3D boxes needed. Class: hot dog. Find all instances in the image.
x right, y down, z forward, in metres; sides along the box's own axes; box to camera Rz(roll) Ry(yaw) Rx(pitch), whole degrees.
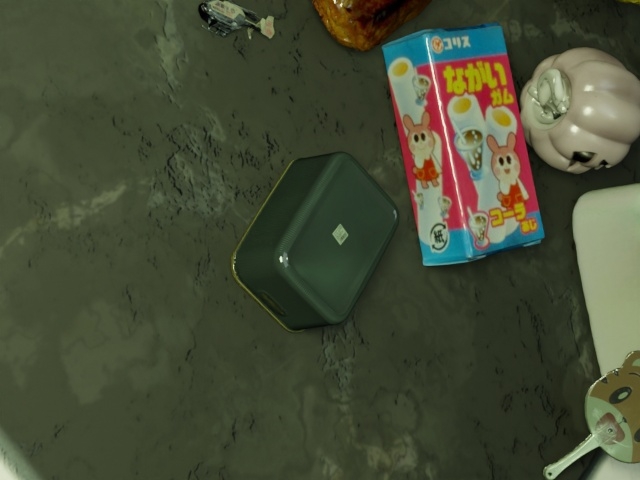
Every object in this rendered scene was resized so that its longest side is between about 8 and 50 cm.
[{"bbox_3d":[0.069,-0.338,1.806,0.227,0.099,0.160,-39,108,-36],"label":"hot dog"}]

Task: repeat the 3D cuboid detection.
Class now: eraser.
[{"bbox_3d":[0.503,0.045,2.092,0.331,0.150,0.331,4,84,-41],"label":"eraser"}]

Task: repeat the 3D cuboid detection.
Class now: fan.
[{"bbox_3d":[0.406,0.266,1.980,0.227,0.008,0.152,-35,100,0],"label":"fan"}]

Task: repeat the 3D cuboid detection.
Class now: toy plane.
[{"bbox_3d":[-0.104,-0.269,1.696,0.121,0.031,0.049,21,62,-33],"label":"toy plane"}]

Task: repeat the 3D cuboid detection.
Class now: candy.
[{"bbox_3d":[0.190,-0.130,1.882,0.157,0.100,0.306,-13,93,-40],"label":"candy"}]

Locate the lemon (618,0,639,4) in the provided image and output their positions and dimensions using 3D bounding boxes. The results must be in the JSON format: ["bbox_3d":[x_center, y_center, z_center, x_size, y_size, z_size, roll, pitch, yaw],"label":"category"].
[{"bbox_3d":[0.479,-0.509,2.002,0.350,0.387,0.350,-22,123,-39],"label":"lemon"}]

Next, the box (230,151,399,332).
[{"bbox_3d":[0.000,0.000,1.707,0.144,0.090,0.201,48,56,-26],"label":"box"}]

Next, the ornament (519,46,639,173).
[{"bbox_3d":[0.363,-0.185,1.989,0.177,0.177,0.177,7,79,-40],"label":"ornament"}]
